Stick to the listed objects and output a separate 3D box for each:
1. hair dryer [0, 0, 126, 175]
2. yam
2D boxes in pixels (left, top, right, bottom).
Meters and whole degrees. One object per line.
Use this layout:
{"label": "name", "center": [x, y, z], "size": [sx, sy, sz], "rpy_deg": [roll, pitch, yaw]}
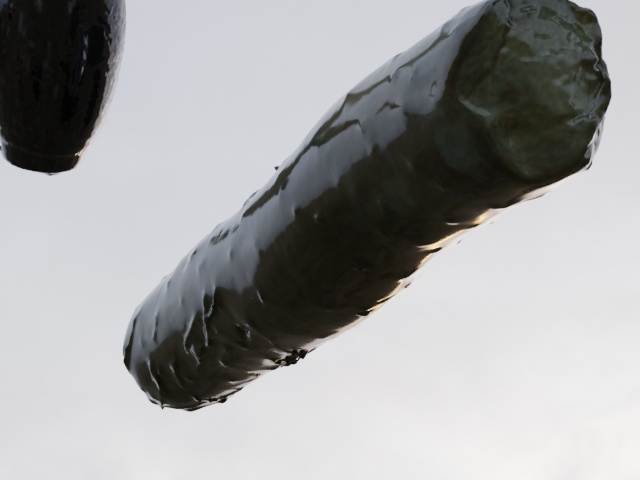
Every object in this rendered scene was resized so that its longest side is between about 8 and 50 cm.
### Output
{"label": "hair dryer", "center": [-0.194, -0.122, 0.633], "size": [0.219, 0.075, 0.195], "rpy_deg": [-5, -61, -29]}
{"label": "yam", "center": [0.000, 0.000, 0.530], "size": [0.071, 0.067, 0.317], "rpy_deg": [36, -33, -11]}
